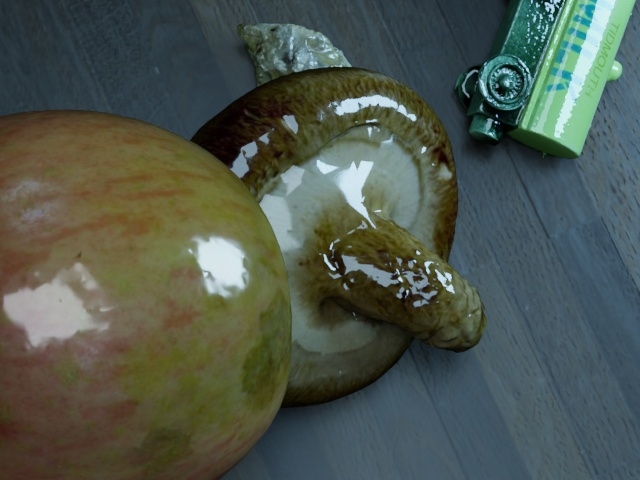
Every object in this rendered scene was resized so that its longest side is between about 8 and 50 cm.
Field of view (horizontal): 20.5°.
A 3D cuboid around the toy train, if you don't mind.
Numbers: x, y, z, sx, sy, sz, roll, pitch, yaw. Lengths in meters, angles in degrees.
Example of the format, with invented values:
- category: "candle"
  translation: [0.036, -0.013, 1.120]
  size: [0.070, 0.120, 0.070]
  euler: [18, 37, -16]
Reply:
- category: "toy train"
  translation: [0.251, -0.208, 1.890]
  size: [0.157, 0.105, 0.253]
  euler: [22, 81, -11]

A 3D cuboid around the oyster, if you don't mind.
- category: "oyster"
  translation: [0.002, -0.148, 1.882]
  size: [0.133, 0.072, 0.209]
  euler: [-17, 82, -2]

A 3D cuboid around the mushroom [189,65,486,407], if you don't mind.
- category: "mushroom"
  translation: [-0.014, -0.002, 1.762]
  size: [0.345, 0.239, 0.345]
  euler: [12, 66, -30]

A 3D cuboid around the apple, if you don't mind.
- category: "apple"
  translation: [-0.196, 0.062, 1.500]
  size: [0.364, 0.364, 0.364]
  euler: [0, 79, -1]
